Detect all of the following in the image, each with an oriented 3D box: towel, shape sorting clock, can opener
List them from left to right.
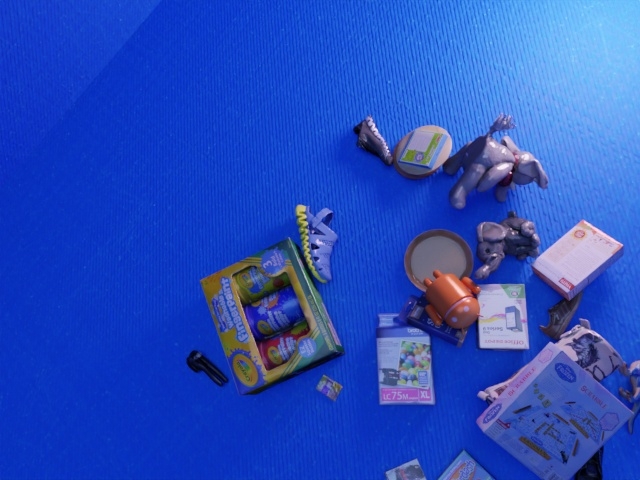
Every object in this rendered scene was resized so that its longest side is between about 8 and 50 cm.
[{"bbox_3d":[-0.419,0.474,1.866,0.186,0.073,0.059,30,45,16],"label":"can opener"},{"bbox_3d":[0.031,0.517,1.761,0.083,0.009,0.060,31,85,19],"label":"towel"},{"bbox_3d":[0.374,-0.327,1.823,0.206,0.040,0.206,-17,56,27],"label":"shape sorting clock"}]

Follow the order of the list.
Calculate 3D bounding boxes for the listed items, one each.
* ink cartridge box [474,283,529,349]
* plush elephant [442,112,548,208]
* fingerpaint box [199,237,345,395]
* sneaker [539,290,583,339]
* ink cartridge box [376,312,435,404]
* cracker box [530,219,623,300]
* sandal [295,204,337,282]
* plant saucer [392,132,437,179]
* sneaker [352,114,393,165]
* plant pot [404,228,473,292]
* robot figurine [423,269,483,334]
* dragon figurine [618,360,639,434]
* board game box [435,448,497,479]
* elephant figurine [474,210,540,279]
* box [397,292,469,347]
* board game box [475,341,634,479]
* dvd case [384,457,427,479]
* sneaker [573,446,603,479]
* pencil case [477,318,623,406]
[{"bbox_3d":[0.592,0.253,1.651,0.155,0.093,0.212,-1,77,13],"label":"ink cartridge box"},{"bbox_3d":[0.613,-0.243,1.718,0.256,0.271,0.330,28,120,-16],"label":"plush elephant"},{"bbox_3d":[-0.176,0.271,1.796,0.372,0.163,0.444,-25,71,6],"label":"fingerpaint box"},{"bbox_3d":[0.780,0.226,1.626,0.071,0.066,0.188,29,83,20],"label":"sneaker"},{"bbox_3d":[0.285,0.397,1.706,0.186,0.065,0.310,-4,73,12],"label":"ink cartridge box"},{"bbox_3d":[0.830,0.062,1.631,0.232,0.067,0.155,-40,47,0],"label":"cracker box"},{"bbox_3d":[0.000,0.000,1.852,0.138,0.126,0.317,-14,74,5],"label":"sandal"},{"bbox_3d":[0.363,-0.325,1.873,0.200,0.037,0.199,-8,68,21],"label":"plant saucer"},{"bbox_3d":[0.195,-0.366,1.926,0.106,0.078,0.234,-28,67,8],"label":"sneaker"},{"bbox_3d":[0.416,0.077,1.774,0.237,0.032,0.236,-3,75,12],"label":"plant pot"},{"bbox_3d":[0.431,0.195,1.638,0.158,0.128,0.219,-19,51,-21],"label":"robot figurine"},{"bbox_3d":[0.985,0.439,1.508,0.144,0.085,0.288,0,74,14],"label":"dragon figurine"},{"bbox_3d":[0.477,0.785,1.560,0.210,0.047,0.160,40,88,21],"label":"board game box"},{"bbox_3d":[0.586,0.013,1.675,0.240,0.186,0.169,-17,94,0],"label":"elephant figurine"},{"bbox_3d":[0.388,0.258,1.693,0.226,0.036,0.136,22,45,19],"label":"box"},{"bbox_3d":[0.669,0.507,1.439,0.319,0.066,0.318,40,95,-12],"label":"board game box"},{"bbox_3d":[0.278,0.773,1.630,0.120,0.013,0.087,-26,71,7],"label":"dvd case"},{"bbox_3d":[0.804,0.648,1.493,0.082,0.090,0.232,7,77,15],"label":"sneaker"},{"bbox_3d":[0.696,0.423,1.542,0.411,0.160,0.183,-36,84,2],"label":"pencil case"}]
